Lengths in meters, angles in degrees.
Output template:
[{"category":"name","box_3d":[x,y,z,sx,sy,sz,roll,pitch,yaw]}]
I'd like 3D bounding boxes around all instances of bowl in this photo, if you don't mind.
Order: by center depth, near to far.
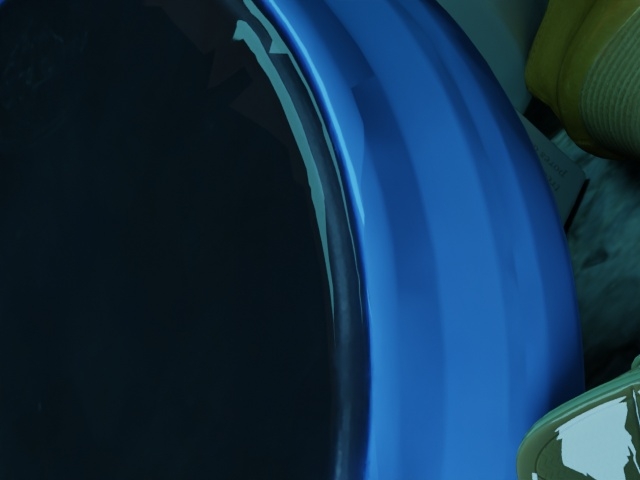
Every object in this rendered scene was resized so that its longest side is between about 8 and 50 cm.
[{"category":"bowl","box_3d":[-0.080,0.065,0.503,0.391,0.077,0.391,-12,74,46]}]

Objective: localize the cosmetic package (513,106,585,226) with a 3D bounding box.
[{"category":"cosmetic package","box_3d":[0.000,0.000,0.659,0.183,0.151,0.151,-25,30,54]}]

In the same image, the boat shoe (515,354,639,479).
[{"category":"boat shoe","box_3d":[0.127,0.043,0.350,0.153,0.056,0.048,-22,7,14]}]

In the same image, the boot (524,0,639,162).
[{"category":"boot","box_3d":[0.198,-0.162,0.569,0.295,0.104,0.211,-52,16,12]}]

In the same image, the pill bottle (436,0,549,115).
[{"category":"pill bottle","box_3d":[0.098,-0.193,0.791,0.162,0.162,0.278,-31,25,49]}]
